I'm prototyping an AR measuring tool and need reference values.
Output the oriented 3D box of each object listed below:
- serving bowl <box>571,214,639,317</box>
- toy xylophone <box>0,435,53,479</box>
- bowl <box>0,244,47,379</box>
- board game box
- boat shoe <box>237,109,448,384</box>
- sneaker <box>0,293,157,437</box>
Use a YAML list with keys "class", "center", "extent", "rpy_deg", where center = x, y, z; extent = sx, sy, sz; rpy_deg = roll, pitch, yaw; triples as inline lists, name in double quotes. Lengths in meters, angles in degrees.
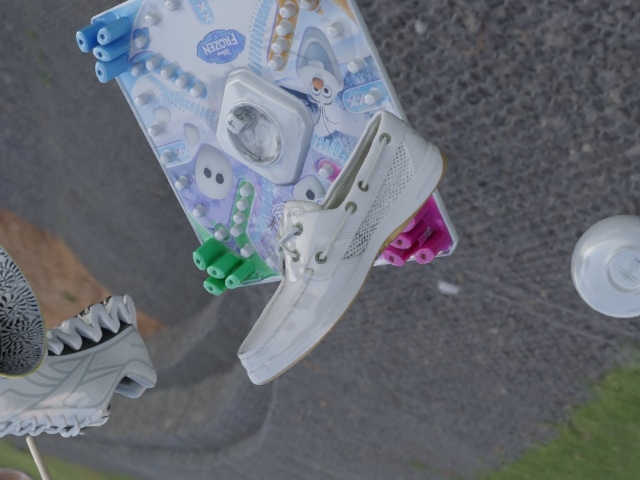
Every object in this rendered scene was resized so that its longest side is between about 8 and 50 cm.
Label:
- class: "serving bowl"
  center: [0.241, 0.022, 0.841]
  extent: [0.083, 0.083, 0.027]
  rpy_deg: [22, -171, 4]
- class: "toy xylophone"
  center: [-0.383, 0.399, 1.387]
  extent: [0.081, 0.236, 0.322]
  rpy_deg: [-9, -158, -29]
- class: "bowl"
  center: [-0.326, 0.063, 0.926]
  extent: [0.080, 0.170, 0.170]
  rpy_deg: [-32, 138, 13]
- class: "board game box"
  center: [-0.076, -0.122, 1.232]
  extent: [0.390, 0.050, 0.390]
  rpy_deg: [-10, 112, 42]
- class: "boat shoe"
  center: [0.000, 0.000, 0.962]
  extent: [0.096, 0.277, 0.098]
  rpy_deg: [41, 162, -16]
- class: "sneaker"
  center: [-0.282, 0.154, 1.092]
  extent: [0.110, 0.292, 0.118]
  rpy_deg: [-28, 89, 43]
